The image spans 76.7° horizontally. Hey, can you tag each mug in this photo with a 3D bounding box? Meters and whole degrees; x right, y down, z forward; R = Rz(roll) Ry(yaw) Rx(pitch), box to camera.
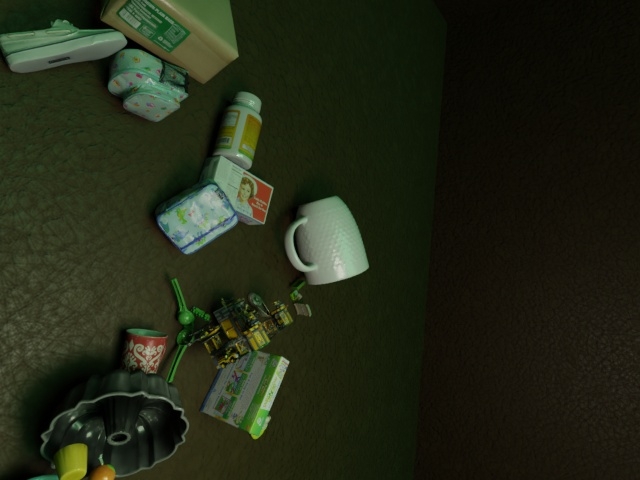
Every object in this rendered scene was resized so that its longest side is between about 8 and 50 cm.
[{"bbox_3d":[0.000,0.000,1.676,0.374,0.276,0.327,-20,97,-46],"label":"mug"},{"bbox_3d":[-0.500,0.350,1.164,0.150,0.113,0.169,20,78,-49],"label":"mug"}]

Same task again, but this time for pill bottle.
[{"bbox_3d":[-0.281,-0.382,1.409,0.136,0.136,0.245,27,70,-49],"label":"pill bottle"}]

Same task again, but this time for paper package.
[{"bbox_3d":[-0.410,-0.656,1.129,0.325,0.168,0.309,22,46,-51],"label":"paper package"}]

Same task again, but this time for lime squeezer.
[{"bbox_3d":[-0.442,0.271,1.271,0.110,0.059,0.310,7,84,-59],"label":"lime squeezer"}]

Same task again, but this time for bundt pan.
[{"bbox_3d":[-0.512,0.454,1.039,0.331,0.124,0.330,-10,125,-15],"label":"bundt pan"}]

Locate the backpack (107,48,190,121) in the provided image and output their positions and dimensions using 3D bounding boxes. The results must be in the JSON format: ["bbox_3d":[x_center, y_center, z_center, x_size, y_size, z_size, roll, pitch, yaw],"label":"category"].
[{"bbox_3d":[-0.484,-0.429,1.122,0.188,0.166,0.144,23,63,-48],"label":"backpack"}]

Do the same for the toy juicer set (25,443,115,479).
[{"bbox_3d":[-0.655,0.619,0.965,0.329,0.089,0.209,-36,139,-7],"label":"toy juicer set"}]

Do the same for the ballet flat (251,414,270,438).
[{"bbox_3d":[-0.225,0.651,1.548,0.077,0.077,0.230,5,87,-52],"label":"ballet flat"}]

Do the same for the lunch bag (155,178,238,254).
[{"bbox_3d":[-0.378,-0.073,1.256,0.219,0.090,0.176,-33,125,-10],"label":"lunch bag"}]

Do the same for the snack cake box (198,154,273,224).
[{"bbox_3d":[-0.298,-0.170,1.431,0.264,0.089,0.152,29,67,-49],"label":"snack cake box"}]

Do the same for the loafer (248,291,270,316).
[{"bbox_3d":[-0.233,0.247,1.562,0.045,0.039,0.125,-55,131,-36],"label":"loafer"}]

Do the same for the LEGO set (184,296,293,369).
[{"bbox_3d":[-0.255,0.255,1.315,0.192,0.255,0.331,61,23,2],"label":"LEGO set"}]

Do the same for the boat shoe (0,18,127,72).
[{"bbox_3d":[-0.614,-0.479,0.972,0.268,0.096,0.088,-24,101,-18],"label":"boat shoe"}]

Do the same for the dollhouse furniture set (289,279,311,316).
[{"bbox_3d":[-0.078,0.247,1.734,0.058,0.076,0.151,-41,121,-46],"label":"dollhouse furniture set"}]

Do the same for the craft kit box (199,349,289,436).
[{"bbox_3d":[-0.257,0.492,1.367,0.061,0.247,0.249,48,55,-40],"label":"craft kit box"}]

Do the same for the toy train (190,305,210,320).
[{"bbox_3d":[-0.403,0.246,1.361,0.083,0.017,0.023,47,45,-42],"label":"toy train"}]
